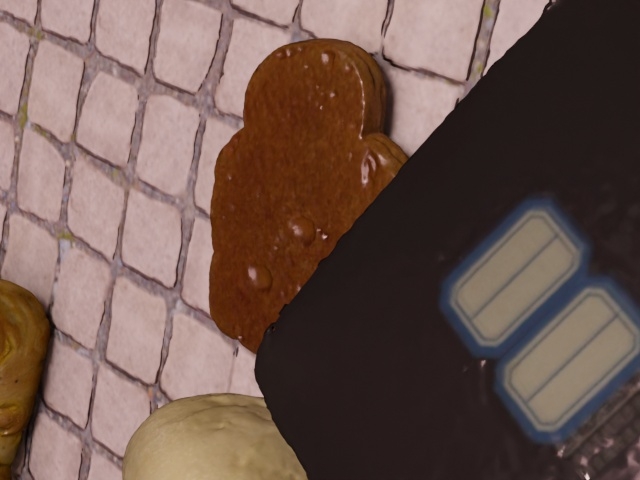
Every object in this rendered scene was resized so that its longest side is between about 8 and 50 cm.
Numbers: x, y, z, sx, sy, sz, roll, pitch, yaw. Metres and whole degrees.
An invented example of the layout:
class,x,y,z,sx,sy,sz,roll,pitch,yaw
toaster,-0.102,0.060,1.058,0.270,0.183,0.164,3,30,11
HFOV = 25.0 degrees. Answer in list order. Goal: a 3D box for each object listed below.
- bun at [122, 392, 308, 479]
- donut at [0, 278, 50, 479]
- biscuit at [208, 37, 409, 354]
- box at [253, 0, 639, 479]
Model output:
class,x,y,z,sx,sy,sz,roll,pitch,yaw
bun,-0.024,0.169,0.975,0.222,0.222,0.127,43,101,34
donut,-0.363,0.141,1.304,0.128,0.208,0.261,31,110,39
biscuit,0.000,0.000,1.042,0.208,0.041,0.290,13,104,44
box,0.154,0.071,0.792,0.359,0.091,0.350,-50,53,16
